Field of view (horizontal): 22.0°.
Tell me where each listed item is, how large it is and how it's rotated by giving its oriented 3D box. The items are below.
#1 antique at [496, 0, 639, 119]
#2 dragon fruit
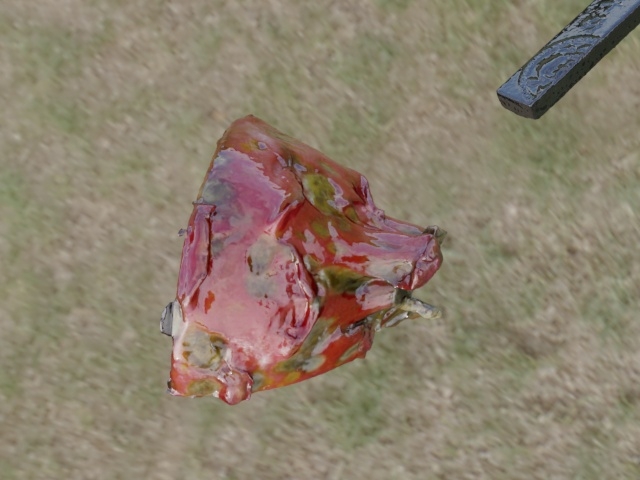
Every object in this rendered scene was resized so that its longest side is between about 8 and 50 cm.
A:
[{"bbox_3d":[0.174,-0.136,0.936,0.192,0.015,0.031,-43,40,-18],"label":"antique"},{"bbox_3d":[0.000,0.000,1.301,0.212,0.134,0.262,11,47,1],"label":"dragon fruit"}]
